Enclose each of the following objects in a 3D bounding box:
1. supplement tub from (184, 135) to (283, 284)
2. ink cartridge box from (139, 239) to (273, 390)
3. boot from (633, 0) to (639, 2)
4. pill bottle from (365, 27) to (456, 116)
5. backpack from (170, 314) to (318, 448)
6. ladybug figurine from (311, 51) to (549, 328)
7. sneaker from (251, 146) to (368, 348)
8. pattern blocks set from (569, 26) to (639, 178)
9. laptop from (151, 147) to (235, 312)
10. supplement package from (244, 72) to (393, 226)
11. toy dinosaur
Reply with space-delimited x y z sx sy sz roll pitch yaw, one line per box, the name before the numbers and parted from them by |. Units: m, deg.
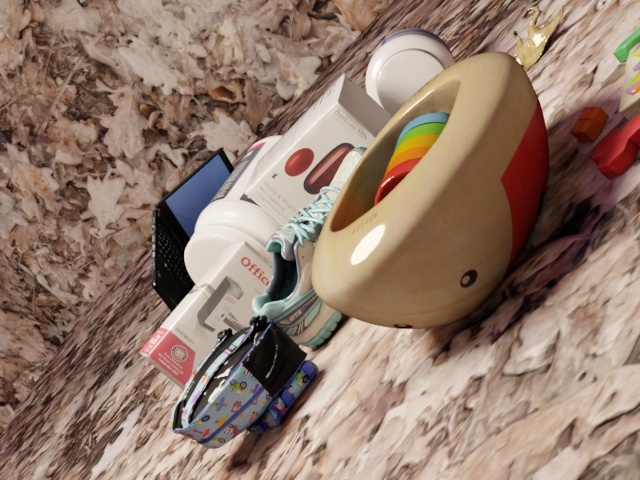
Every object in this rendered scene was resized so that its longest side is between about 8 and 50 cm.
supplement tub | -0.093 -0.031 2.236 0.191 0.191 0.272 -36 16 47
ink cartridge box | -0.127 0.129 1.905 0.218 0.158 0.092 -51 10 -13
boot | 0.490 -0.394 1.627 0.207 0.090 0.248 -38 2 -24
pill bottle | 0.150 -0.263 2.156 0.152 0.152 0.272 -46 7 12
backpack | -0.107 0.198 1.702 0.173 0.117 0.158 -53 12 -26
ladybug figurine | 0.141 -0.052 1.494 0.305 0.162 0.449 -39 15 35
sneaker | 0.000 0.000 1.776 0.110 0.122 0.283 17 85 58
pattern blocks set | 0.384 -0.206 1.453 0.285 0.026 0.325 -44 11 18
laptop | -0.186 0.024 2.292 0.136 0.234 0.264 -16 49 12
supplement package | 0.032 -0.100 1.990 0.203 0.194 0.149 -44 12 21
toy dinosaur | 0.327 -0.303 1.984 0.183 0.053 0.092 -48 24 44
